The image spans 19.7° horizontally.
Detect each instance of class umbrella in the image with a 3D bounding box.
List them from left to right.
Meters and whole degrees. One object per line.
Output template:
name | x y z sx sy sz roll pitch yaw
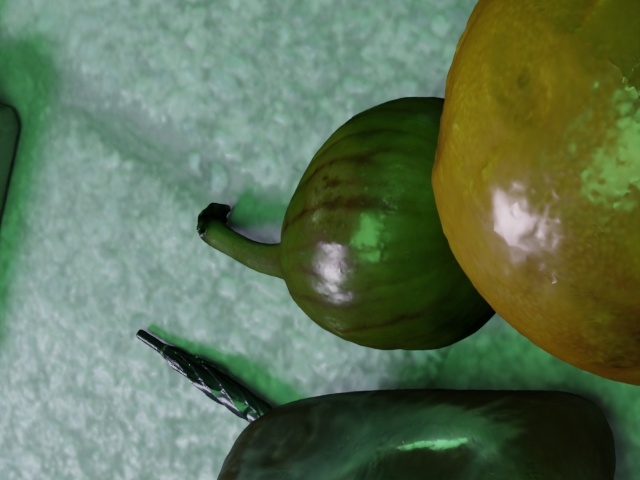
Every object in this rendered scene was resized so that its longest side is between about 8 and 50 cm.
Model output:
umbrella | -0.030 0.131 1.231 0.269 0.044 0.044 27 85 27

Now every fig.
fig | 0.000 0.000 1.128 0.259 0.151 0.151 -9 95 37

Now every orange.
orange | 0.185 -0.050 0.929 0.261 0.261 0.261 7 103 31

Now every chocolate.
chocolate | 0.040 0.146 1.097 0.254 0.157 0.080 -4 137 25

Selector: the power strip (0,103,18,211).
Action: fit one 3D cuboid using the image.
power strip | -0.285 -0.023 1.351 0.093 0.053 0.288 26 112 27
